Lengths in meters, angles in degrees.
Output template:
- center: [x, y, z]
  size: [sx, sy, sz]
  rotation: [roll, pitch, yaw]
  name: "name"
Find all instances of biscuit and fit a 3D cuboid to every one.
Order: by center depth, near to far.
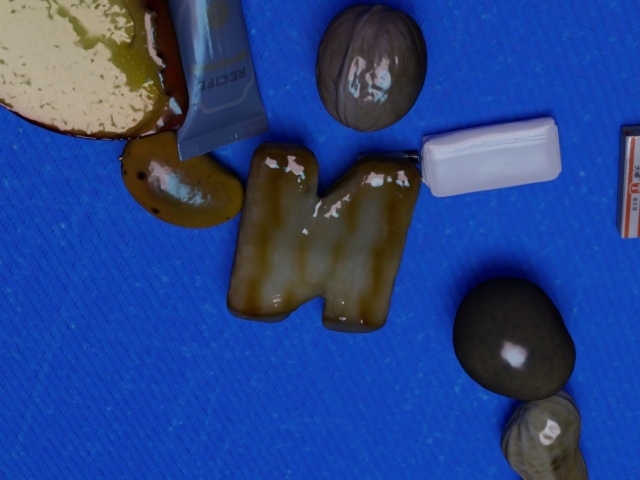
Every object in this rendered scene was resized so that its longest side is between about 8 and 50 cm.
- center: [0.000, 0.000, 1.650]
  size: [0.237, 0.062, 0.290]
  rotation: [6, 125, -7]
  name: "biscuit"

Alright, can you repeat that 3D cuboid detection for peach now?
- center: [-0.298, -0.273, 1.441]
  size: [0.362, 0.201, 0.257]
  rotation: [38, 109, -14]
  name: "peach"

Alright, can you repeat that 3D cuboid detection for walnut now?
- center: [0.063, -0.217, 1.502]
  size: [0.140, 0.140, 0.162]
  rotation: [2, 129, 0]
  name: "walnut"

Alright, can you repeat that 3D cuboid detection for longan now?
- center: [0.270, 0.141, 1.673]
  size: [0.187, 0.167, 0.167]
  rotation: [36, 114, -8]
  name: "longan"

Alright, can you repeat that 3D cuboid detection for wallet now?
- center: [0.227, -0.111, 1.613]
  size: [0.190, 0.033, 0.095]
  rotation: [-10, 117, 6]
  name: "wallet"

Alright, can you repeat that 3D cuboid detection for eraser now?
- center: [0.520, -0.083, 1.616]
  size: [0.230, 0.038, 0.157]
  rotation: [-3, 119, 3]
  name: "eraser"

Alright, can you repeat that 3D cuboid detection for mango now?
- center: [-0.190, -0.077, 1.614]
  size: [0.178, 0.090, 0.115]
  rotation: [39, 105, -27]
  name: "mango"

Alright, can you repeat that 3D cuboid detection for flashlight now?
- center: [0.092, -0.110, 1.624]
  size: [0.083, 0.018, 0.018]
  rotation: [-2, 118, 3]
  name: "flashlight"

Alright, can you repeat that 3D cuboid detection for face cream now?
- center: [-0.145, -0.291, 1.494]
  size: [0.136, 0.086, 0.385]
  rotation: [-22, 123, -26]
  name: "face cream"

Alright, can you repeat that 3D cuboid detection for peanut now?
- center: [0.339, 0.337, 1.813]
  size: [0.125, 0.111, 0.274]
  rotation: [-7, 118, 10]
  name: "peanut"
